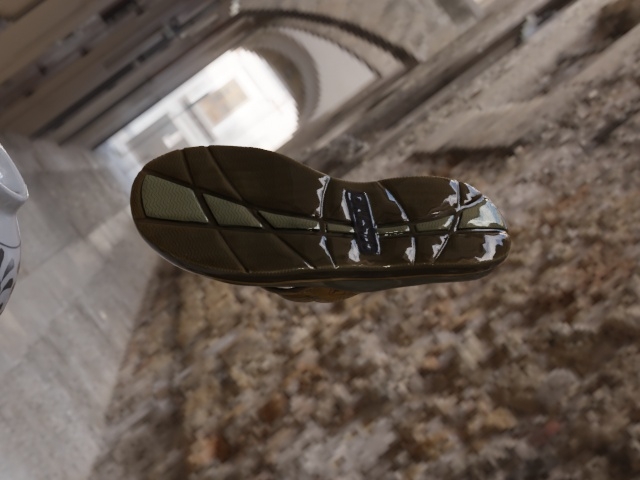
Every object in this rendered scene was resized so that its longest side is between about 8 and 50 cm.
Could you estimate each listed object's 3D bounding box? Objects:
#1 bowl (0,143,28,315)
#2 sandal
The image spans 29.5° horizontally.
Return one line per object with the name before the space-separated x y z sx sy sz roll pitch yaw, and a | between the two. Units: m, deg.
bowl | -0.185 -0.023 0.544 0.170 0.080 0.170 53 2 -3
sandal | 0.000 0.000 0.570 0.049 0.180 0.072 114 -25 -51
